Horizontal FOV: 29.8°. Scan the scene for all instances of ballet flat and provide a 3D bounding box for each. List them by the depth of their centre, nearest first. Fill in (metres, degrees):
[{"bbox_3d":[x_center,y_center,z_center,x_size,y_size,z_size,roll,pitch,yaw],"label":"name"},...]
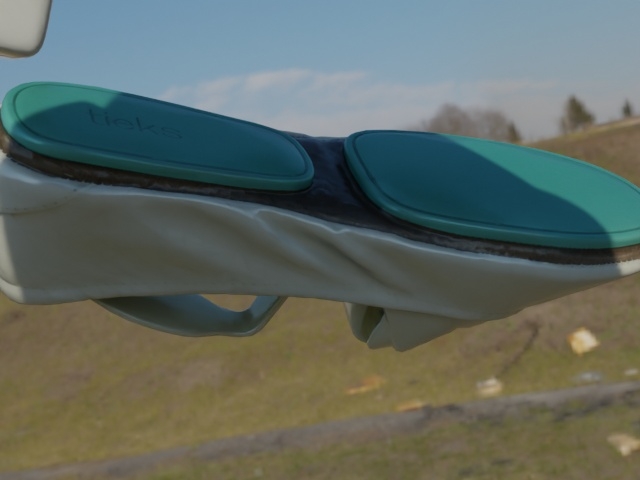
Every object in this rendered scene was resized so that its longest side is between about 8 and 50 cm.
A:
[{"bbox_3d":[0.000,0.000,0.698,0.400,0.139,0.139,7,-4,-17],"label":"ballet flat"}]

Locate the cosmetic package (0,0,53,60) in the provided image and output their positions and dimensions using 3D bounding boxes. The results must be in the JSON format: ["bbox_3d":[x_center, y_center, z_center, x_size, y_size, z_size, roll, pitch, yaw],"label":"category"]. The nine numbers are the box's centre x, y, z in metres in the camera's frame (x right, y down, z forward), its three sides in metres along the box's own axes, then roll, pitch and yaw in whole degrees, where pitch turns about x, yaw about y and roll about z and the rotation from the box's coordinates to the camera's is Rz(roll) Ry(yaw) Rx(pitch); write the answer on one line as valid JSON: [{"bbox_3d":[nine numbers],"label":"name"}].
[{"bbox_3d":[-0.327,-0.339,0.770,0.329,0.394,0.327,10,4,-23],"label":"cosmetic package"}]
